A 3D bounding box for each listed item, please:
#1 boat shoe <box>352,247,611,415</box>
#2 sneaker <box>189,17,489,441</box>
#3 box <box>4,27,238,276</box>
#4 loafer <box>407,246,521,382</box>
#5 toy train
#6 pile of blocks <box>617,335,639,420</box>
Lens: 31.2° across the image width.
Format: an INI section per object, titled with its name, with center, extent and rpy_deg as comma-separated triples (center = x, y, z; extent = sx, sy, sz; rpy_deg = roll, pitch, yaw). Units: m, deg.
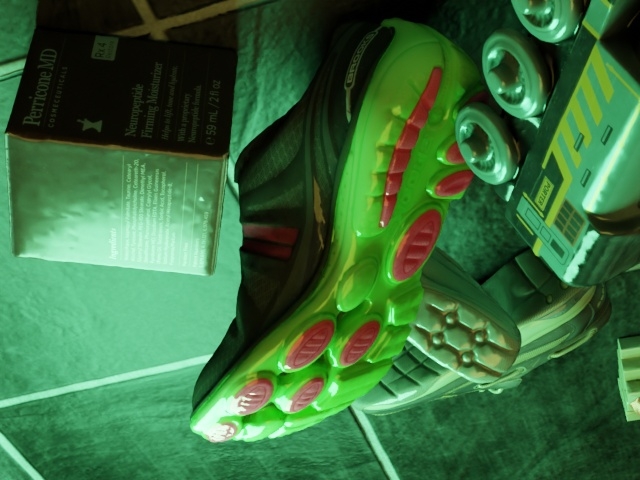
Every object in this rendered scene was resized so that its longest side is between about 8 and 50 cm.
[boat shoe]
center = 0.194, 0.137, 1.390
extent = 0.355, 0.132, 0.130
rpy_deg = -28, 129, 27
[sneaker]
center = 0.000, 0.000, 1.150
extent = 0.185, 0.202, 0.482
rpy_deg = 13, 114, -39
[box]
center = -0.192, -0.086, 1.131
extent = 0.203, 0.168, 0.167
rpy_deg = 6, 135, -7
[loafer]
center = 0.080, 0.040, 1.260
extent = 0.319, 0.111, 0.112
rpy_deg = 39, 104, 5
[toy train]
center = 0.226, -0.111, 0.919
extent = 0.142, 0.190, 0.334
rpy_deg = -24, 152, -24
[pile of blocks]
center = 0.555, 0.205, 1.473
extent = 0.362, 0.112, 0.149
rpy_deg = 8, 135, -9
